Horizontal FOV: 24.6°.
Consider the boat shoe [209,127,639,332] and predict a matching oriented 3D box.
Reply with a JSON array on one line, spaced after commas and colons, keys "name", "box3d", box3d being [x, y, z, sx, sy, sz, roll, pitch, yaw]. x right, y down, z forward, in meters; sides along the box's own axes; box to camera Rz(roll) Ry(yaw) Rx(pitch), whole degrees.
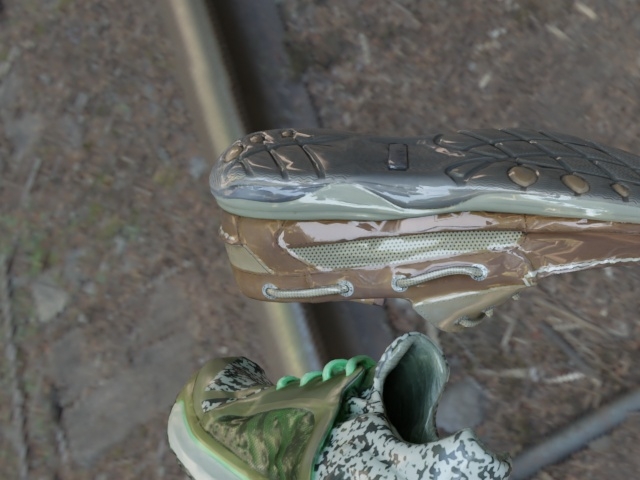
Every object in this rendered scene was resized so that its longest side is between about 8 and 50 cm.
[{"name": "boat shoe", "box3d": [0.090, -0.005, 0.974, 0.324, 0.123, 0.116, 4, 113, 8]}]

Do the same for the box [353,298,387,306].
[{"name": "box", "box3d": [0.000, 0.000, 1.234, 0.136, 0.225, 0.036, 10, 63, 0]}]

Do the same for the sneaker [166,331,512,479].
[{"name": "sneaker", "box3d": [0.025, 0.141, 1.006, 0.182, 0.158, 0.410, -55, 25, 1]}]
